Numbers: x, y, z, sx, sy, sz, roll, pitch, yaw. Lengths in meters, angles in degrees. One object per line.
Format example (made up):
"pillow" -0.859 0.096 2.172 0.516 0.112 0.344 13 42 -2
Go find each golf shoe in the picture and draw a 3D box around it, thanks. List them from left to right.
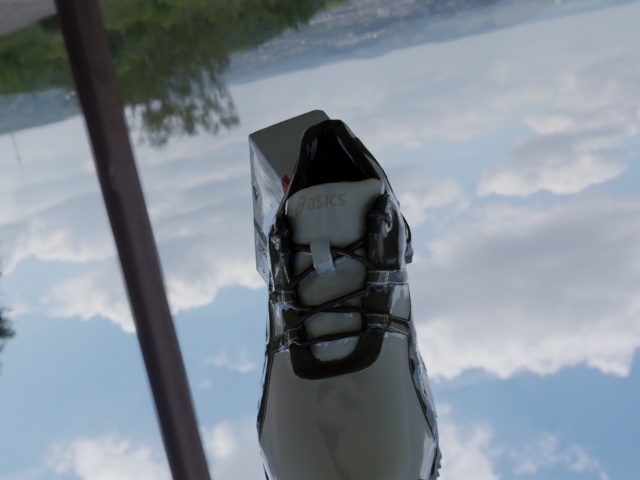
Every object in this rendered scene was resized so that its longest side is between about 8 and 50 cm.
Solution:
"golf shoe" 0.003 0.028 0.378 0.077 0.094 0.198 -11 -140 7

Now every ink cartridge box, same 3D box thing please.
"ink cartridge box" 0.000 0.000 0.666 0.063 0.150 0.109 -23 -127 -20
